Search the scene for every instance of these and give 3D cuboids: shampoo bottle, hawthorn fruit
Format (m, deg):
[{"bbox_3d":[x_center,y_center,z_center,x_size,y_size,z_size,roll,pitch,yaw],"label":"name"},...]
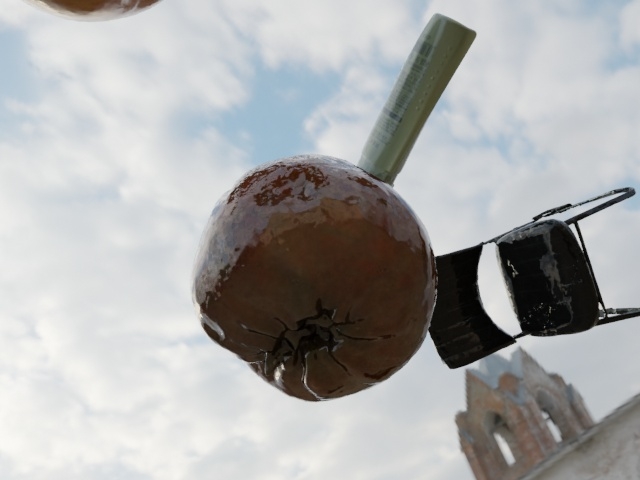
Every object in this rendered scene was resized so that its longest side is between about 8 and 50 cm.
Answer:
[{"bbox_3d":[0.103,-0.153,0.871,0.049,0.072,0.212,14,-68,-38],"label":"shampoo bottle"},{"bbox_3d":[-0.004,0.000,0.460,0.149,0.189,0.149,-3,-32,-2],"label":"hawthorn fruit"}]

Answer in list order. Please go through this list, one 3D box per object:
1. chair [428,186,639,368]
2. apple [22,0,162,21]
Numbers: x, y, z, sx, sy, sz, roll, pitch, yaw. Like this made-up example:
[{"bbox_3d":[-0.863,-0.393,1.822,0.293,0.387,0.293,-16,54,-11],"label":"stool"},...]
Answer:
[{"bbox_3d":[0.230,0.045,0.809,0.221,0.140,0.145,-16,-3,-25],"label":"chair"},{"bbox_3d":[-0.247,-0.383,0.821,0.299,0.275,0.299,-34,-13,-9],"label":"apple"}]
